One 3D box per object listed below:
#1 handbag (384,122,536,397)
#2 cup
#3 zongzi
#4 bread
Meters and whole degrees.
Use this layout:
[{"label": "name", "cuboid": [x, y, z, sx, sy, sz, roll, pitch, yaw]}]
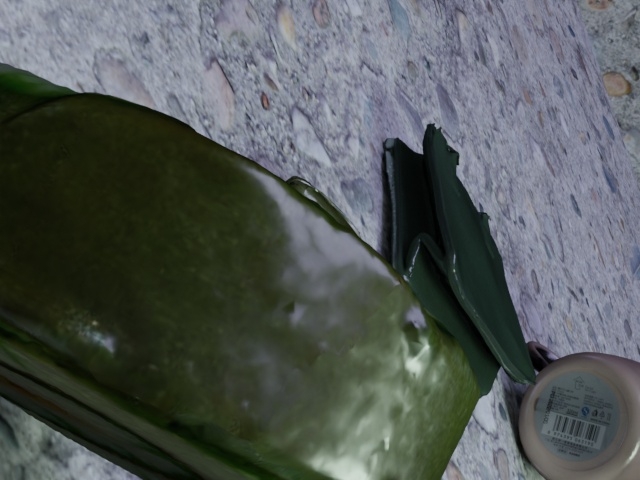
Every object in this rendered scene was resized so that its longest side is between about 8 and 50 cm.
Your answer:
[{"label": "handbag", "cuboid": [0.161, 0.025, 1.746, 0.247, 0.079, 0.260, 55, 23, -38]}, {"label": "cup", "cuboid": [0.340, 0.217, 1.901, 0.253, 0.191, 0.200, 47, 12, 30]}, {"label": "zongzi", "cuboid": [0.000, 0.000, 1.365, 0.154, 0.062, 0.130, 52, 9, -38]}, {"label": "bread", "cuboid": [-0.100, 0.036, 0.779, 0.366, 0.382, 0.129, 29, 74, -7]}]
